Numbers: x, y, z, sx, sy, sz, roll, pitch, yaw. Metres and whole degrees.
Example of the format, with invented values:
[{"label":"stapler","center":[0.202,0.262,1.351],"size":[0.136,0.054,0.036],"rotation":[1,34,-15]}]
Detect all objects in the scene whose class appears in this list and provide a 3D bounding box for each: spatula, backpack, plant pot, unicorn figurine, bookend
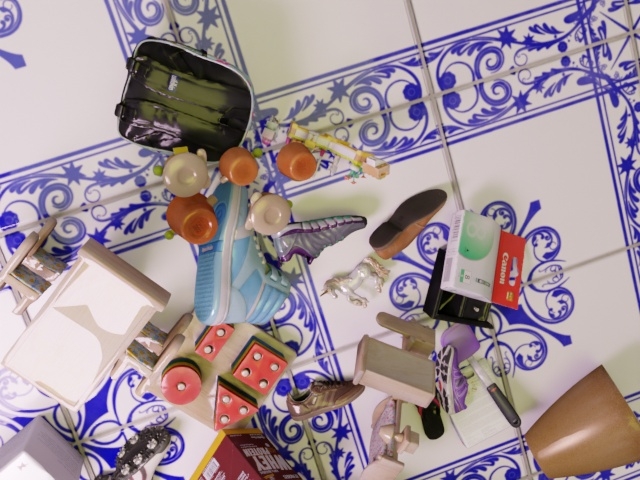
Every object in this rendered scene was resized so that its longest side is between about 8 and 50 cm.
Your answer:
[{"label":"spatula","center":[0.394,0.329,1.823],"size":[0.084,0.030,0.296],"rotation":[-34,88,-2]},{"label":"backpack","center":[-0.260,-0.273,1.517],"size":[0.253,0.191,0.225],"rotation":[17,103,-6]},{"label":"plant pot","center":[0.635,0.466,1.826],"size":[0.254,0.237,0.237],"rotation":[-33,105,11]},{"label":"unicorn figurine","center":[0.076,0.102,1.728],"size":[0.111,0.060,0.162],"rotation":[45,75,-15]},{"label":"bookend","center":[0.339,0.114,1.765],"size":[0.157,0.072,0.156],"rotation":[12,98,-13]}]

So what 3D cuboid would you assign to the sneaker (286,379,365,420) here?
[{"label":"sneaker","center":[0.011,0.355,1.756],"size":[0.188,0.066,0.071],"rotation":[-23,103,-6]}]

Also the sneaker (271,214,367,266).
[{"label":"sneaker","center":[0.000,0.000,1.661],"size":[0.223,0.083,0.098],"rotation":[-8,92,-18]}]

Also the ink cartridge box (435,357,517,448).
[{"label":"ink cartridge box","center":[0.378,0.398,1.856],"size":[0.145,0.045,0.179],"rotation":[-27,86,-4]}]

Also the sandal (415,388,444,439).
[{"label":"sandal","center":[0.263,0.406,1.825],"size":[0.067,0.040,0.179],"rotation":[-22,104,-5]}]

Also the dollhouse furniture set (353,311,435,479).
[{"label":"dollhouse furniture set","center":[0.109,0.384,1.730],"size":[0.173,0.303,0.355],"rotation":[22,126,-6]}]

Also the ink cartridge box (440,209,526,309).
[{"label":"ink cartridge box","center":[0.388,0.048,1.720],"size":[0.224,0.056,0.181],"rotation":[16,76,-22]}]

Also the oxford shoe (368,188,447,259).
[{"label":"oxford shoe","center":[0.206,-0.038,1.724],"size":[0.212,0.076,0.076],"rotation":[-39,135,-3]}]

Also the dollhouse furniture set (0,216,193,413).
[{"label":"dollhouse furniture set","center":[-0.415,0.107,1.452],"size":[0.362,0.394,0.256],"rotation":[38,99,-12]}]

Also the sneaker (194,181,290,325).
[{"label":"sneaker","center":[-0.154,0.034,1.648],"size":[0.208,0.127,0.319],"rotation":[12,83,-34]}]

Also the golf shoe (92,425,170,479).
[{"label":"golf shoe","center":[-0.417,0.533,1.709],"size":[0.273,0.105,0.120],"rotation":[-47,121,7]}]

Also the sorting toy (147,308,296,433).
[{"label":"sorting toy","center":[-0.223,0.299,1.690],"size":[0.257,0.089,0.255],"rotation":[35,93,-15]}]

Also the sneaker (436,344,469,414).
[{"label":"sneaker","center":[0.320,0.330,1.810],"size":[0.071,0.068,0.170],"rotation":[-9,102,-17]}]

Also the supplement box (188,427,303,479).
[{"label":"supplement box","center":[-0.169,0.551,1.667],"size":[0.129,0.194,0.191],"rotation":[18,108,-52]}]

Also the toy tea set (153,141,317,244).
[{"label":"toy tea set","center":[-0.168,-0.107,1.514],"size":[0.336,0.124,0.200],"rotation":[-8,113,-22]}]

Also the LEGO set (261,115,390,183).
[{"label":"LEGO set","center":[0.008,-0.168,1.619],"size":[0.287,0.132,0.107],"rotation":[23,103,8]}]

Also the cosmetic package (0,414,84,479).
[{"label":"cosmetic package","center":[-0.619,0.505,1.610],"size":[0.151,0.184,0.151],"rotation":[-40,105,-1]}]
